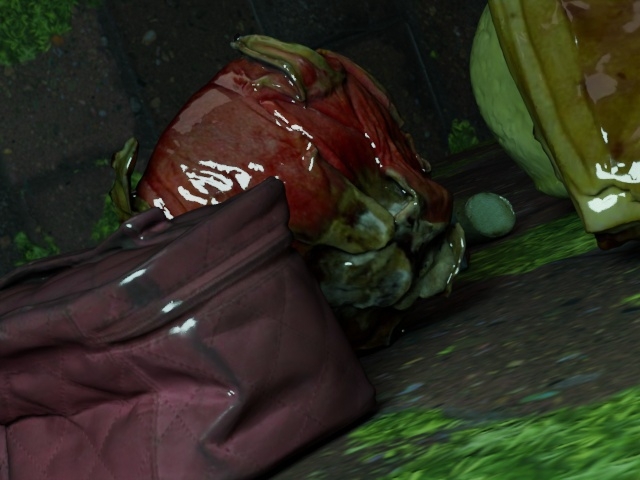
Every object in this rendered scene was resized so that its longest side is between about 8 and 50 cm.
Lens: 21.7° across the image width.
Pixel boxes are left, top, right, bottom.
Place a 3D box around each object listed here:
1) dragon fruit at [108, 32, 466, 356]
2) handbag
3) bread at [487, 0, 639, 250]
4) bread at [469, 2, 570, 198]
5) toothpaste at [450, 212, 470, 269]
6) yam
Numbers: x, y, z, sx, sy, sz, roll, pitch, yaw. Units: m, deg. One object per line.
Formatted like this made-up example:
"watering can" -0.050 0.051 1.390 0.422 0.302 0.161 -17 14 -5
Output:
"dragon fruit" 0.002 0.000 0.990 0.148 0.223 0.218 26 56 30
"handbag" -0.095 0.058 0.824 0.225 0.135 0.146 -16 11 44
"bread" 0.243 -0.148 0.998 0.277 0.324 0.167 -15 -29 7
"bread" 0.263 -0.170 1.252 0.320 0.237 0.320 -26 -3 -2
"toothpaste" 0.016 0.029 1.260 0.193 0.044 0.070 -20 5 10
"yam" 0.114 -0.015 1.356 0.043 0.043 0.094 -24 3 -33
